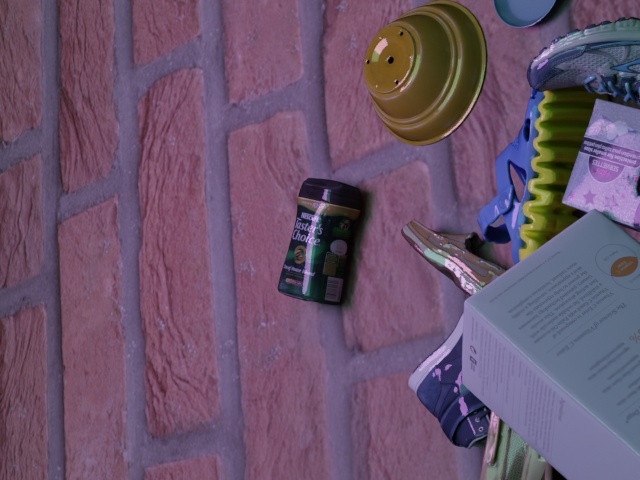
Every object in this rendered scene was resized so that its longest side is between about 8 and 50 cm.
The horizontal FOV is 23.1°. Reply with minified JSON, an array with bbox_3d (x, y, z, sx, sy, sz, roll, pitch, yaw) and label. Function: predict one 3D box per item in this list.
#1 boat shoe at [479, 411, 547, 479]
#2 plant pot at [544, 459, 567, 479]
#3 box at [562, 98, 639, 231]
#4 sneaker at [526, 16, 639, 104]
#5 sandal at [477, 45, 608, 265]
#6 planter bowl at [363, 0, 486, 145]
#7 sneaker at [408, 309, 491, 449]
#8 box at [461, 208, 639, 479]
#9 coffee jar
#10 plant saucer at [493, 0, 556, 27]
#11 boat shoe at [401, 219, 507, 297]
[{"bbox_3d":[0.222,0.340,1.929,0.110,0.121,0.341,18,92,23],"label":"boat shoe"},{"bbox_3d":[0.376,0.309,1.829,0.110,0.237,0.237,87,157,-51],"label":"plant pot"},{"bbox_3d":[0.438,-0.061,1.843,0.247,0.163,0.142,21,95,47],"label":"box"},{"bbox_3d":[0.393,-0.208,1.905,0.283,0.110,0.122,-11,82,15],"label":"sneaker"},{"bbox_3d":[0.281,-0.105,2.051,0.138,0.126,0.317,12,89,51],"label":"sandal"},{"bbox_3d":[0.127,-0.252,2.260,0.217,0.090,0.217,-13,72,44],"label":"planter bowl"},{"bbox_3d":[0.229,0.175,2.062,0.226,0.086,0.163,-54,47,25],"label":"sneaker"},{"bbox_3d":[0.353,0.164,1.770,0.345,0.215,0.168,43,154,31],"label":"box"},{"bbox_3d":[0.000,0.000,2.344,0.096,0.079,0.184,13,90,47],"label":"coffee jar"},{"bbox_3d":[0.290,-0.349,2.162,0.119,0.021,0.119,-12,73,43],"label":"plant saucer"},{"bbox_3d":[0.193,0.018,2.161,0.190,0.068,0.072,40,98,33],"label":"boat shoe"}]
